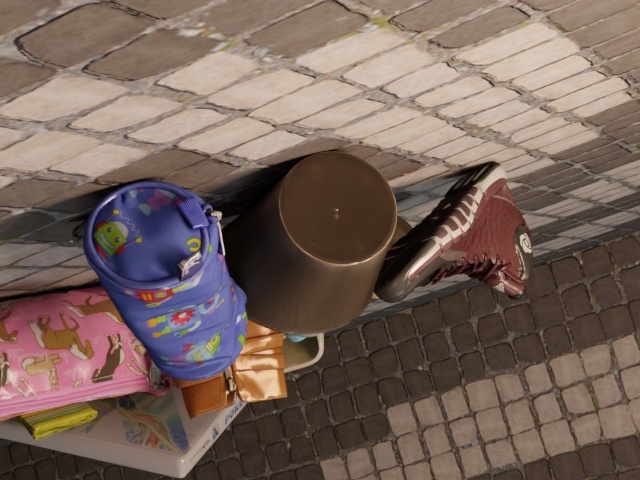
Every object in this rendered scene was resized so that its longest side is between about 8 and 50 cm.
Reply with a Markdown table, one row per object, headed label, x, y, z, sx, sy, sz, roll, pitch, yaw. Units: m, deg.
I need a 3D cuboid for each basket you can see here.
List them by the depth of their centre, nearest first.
| label | x | y | z | sx | sy | sz | roll | pitch | yaw |
| --- | --- | --- | --- | --- | --- | --- | --- | --- | --- |
| basket | -0.009 | 0.001 | 1.353 | 0.204 | 0.154 | 0.227 | 12 | 159 | -9 |

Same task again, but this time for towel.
| label | x | y | z | sx | sy | sz | roll | pitch | yaw |
| --- | --- | --- | --- | --- | --- | --- | --- | --- | --- |
| towel | -0.409 | 0.187 | 1.631 | 0.237 | 0.021 | 0.102 | 32 | -153 | 34 |

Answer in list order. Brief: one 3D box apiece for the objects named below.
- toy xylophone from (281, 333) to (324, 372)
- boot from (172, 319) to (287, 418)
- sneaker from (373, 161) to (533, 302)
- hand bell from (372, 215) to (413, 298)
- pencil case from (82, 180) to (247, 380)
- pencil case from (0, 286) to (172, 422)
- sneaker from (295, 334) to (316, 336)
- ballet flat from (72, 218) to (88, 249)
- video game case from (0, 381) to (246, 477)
| label | x | y | z | sx | sy | sz | roll | pitch | yaw |
| --- | --- | --- | --- | --- | --- | --- | --- | --- | --- |
| toy xylophone | -0.126 | 0.145 | 1.998 | 0.323 | 0.236 | 0.081 | -23 | 127 | 9 |
| boot | -0.072 | 0.091 | 1.539 | 0.283 | 0.220 | 0.109 | -16 | 171 | -5 |
| sneaker | 0.193 | 0.031 | 1.556 | 0.281 | 0.162 | 0.106 | -43 | -168 | -36 |
| hand bell | 0.057 | 0.040 | 1.592 | 0.126 | 0.126 | 0.242 | -19 | -175 | 15 |
| pencil case | -0.147 | 0.045 | 1.257 | 0.133 | 0.119 | 0.306 | -21 | 156 | -5 |
| pencil case | -0.361 | 0.147 | 1.528 | 0.386 | 0.160 | 0.167 | -6 | -179 | -41 |
| sneaker | -0.122 | 0.076 | 1.873 | 0.256 | 0.094 | 0.151 | 0 | 145 | 32 |
| ballet flat | -0.205 | -0.010 | 1.272 | 0.041 | 0.041 | 0.114 | -24 | 169 | 38 |
| video game case | -0.269 | 0.208 | 1.705 | 0.329 | 0.036 | 0.300 | 8 | -154 | 20 |
